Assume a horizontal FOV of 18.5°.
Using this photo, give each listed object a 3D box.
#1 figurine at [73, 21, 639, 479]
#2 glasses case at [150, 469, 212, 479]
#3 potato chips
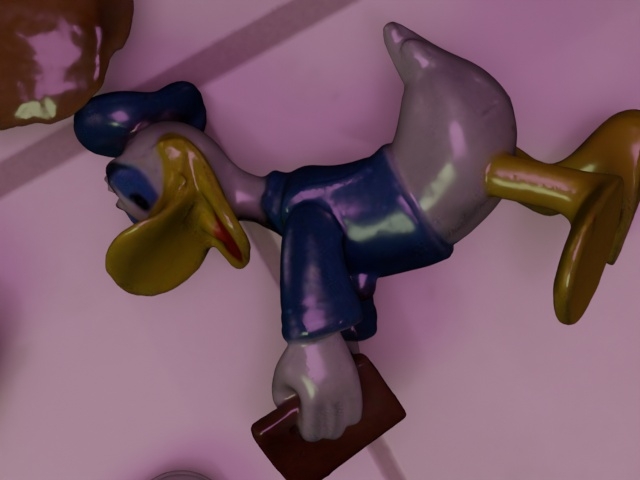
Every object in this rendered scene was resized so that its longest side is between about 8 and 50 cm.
[{"bbox_3d":[0.000,0.000,1.197,0.338,0.204,0.283,22,101,12],"label":"figurine"},{"bbox_3d":[-0.149,0.234,1.239,0.233,0.059,0.092,-36,90,4],"label":"glasses case"},{"bbox_3d":[-0.216,-0.141,1.208,0.202,0.049,0.150,15,85,13],"label":"potato chips"}]
